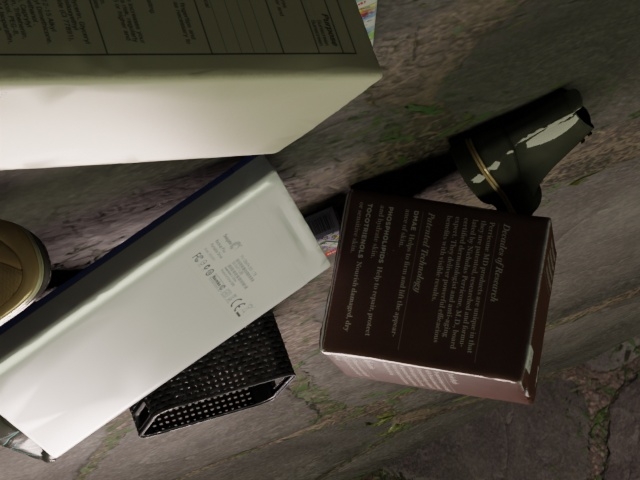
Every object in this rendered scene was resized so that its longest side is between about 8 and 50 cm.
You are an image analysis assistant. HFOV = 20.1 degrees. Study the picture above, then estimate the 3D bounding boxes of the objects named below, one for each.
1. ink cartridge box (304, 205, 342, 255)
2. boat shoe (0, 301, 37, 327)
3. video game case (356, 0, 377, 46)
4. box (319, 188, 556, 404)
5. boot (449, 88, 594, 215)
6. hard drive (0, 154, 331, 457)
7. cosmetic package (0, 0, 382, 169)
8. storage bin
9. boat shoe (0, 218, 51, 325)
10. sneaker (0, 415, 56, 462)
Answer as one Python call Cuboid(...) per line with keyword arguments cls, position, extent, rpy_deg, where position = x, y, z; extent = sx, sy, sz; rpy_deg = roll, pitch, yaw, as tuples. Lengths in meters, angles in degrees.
Cuboid(cls="ink cartridge box", position=(0.000, 0.000, 1.844), extent=(0.063, 0.029, 0.115), rpy_deg=(-23, 164, 7))
Cuboid(cls="boat shoe", position=(-0.289, 0.105, 1.726), extent=(0.098, 0.109, 0.302), rpy_deg=(18, -167, 38))
Cuboid(cls="video game case", position=(-0.017, -0.142, 1.358), extent=(0.119, 0.015, 0.166), rpy_deg=(-19, 165, -6))
Cuboid(cls="box", position=(0.121, 0.059, 1.798), extent=(0.203, 0.167, 0.168), rpy_deg=(8, 169, 11))
Cuboid(cls="boot", position=(0.223, -0.081, 1.785), extent=(0.137, 0.076, 0.198), rpy_deg=(-30, 164, 14))
Cuboid(cls="hard drive", position=(-0.152, 0.063, 1.629), extent=(0.319, 0.040, 0.210), rpy_deg=(-35, 153, -2))
Cuboid(cls="cosmetic package", position=(-0.131, -0.131, 0.974), extent=(0.309, 0.160, 0.113), rpy_deg=(-4, 159, -44))
Cuboid(cls="storage bin", position=(-0.134, 0.158, 2.115), extent=(0.180, 0.084, 0.122), rpy_deg=(-13, 164, -22))
Cuboid(cls="boat shoe", position=(-0.327, 0.051, 1.473), extent=(0.285, 0.102, 0.092), rpy_deg=(-24, 170, 26))
Cuboid(cls="sneaker", position=(-0.331, 0.177, 1.957), extent=(0.106, 0.101, 0.267), rpy_deg=(4, 162, -7))
